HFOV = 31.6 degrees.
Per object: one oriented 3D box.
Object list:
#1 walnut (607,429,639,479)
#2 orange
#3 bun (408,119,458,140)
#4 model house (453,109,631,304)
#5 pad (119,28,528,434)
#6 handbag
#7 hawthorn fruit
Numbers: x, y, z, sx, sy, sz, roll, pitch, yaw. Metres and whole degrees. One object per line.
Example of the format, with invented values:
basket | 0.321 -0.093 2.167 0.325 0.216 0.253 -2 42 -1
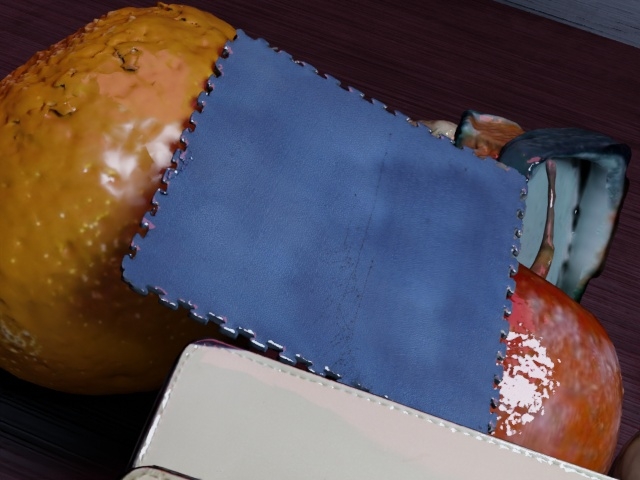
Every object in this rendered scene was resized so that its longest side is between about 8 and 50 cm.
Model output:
walnut | 0.319 0.221 0.857 0.224 0.224 0.224 12 26 -6
orange | -0.159 -0.024 0.942 0.293 0.340 0.340 56 20 -17
bun | 0.125 -0.078 1.398 0.220 0.134 0.220 14 29 -8
model house | 0.148 -0.024 1.197 0.184 0.253 0.291 -6 27 -36
pad | 0.021 -0.011 0.787 0.269 0.012 0.270 28 47 -9
handbag | 0.044 0.232 0.673 0.358 0.160 0.237 18 65 6
hawthorn fruit | 0.126 0.123 0.886 0.231 0.263 0.235 -14 54 -42
